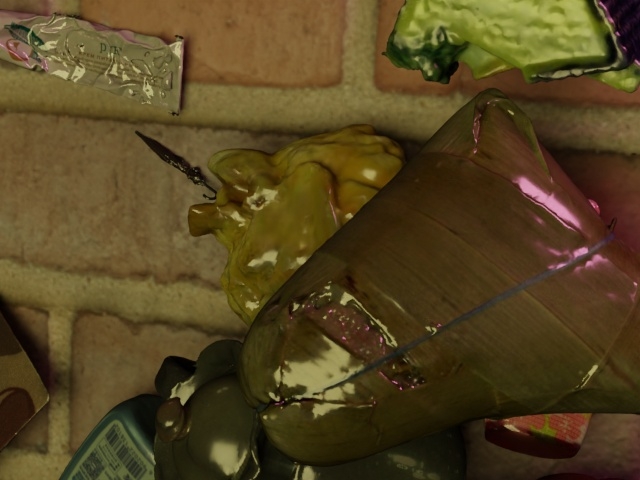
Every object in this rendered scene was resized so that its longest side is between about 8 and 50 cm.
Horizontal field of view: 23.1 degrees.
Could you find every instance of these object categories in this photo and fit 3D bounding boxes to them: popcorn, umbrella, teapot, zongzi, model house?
[{"bbox_3d":[0.000,0.000,1.509,0.266,0.192,0.233,24,104,5],"label":"popcorn"},{"bbox_3d":[-0.150,-0.081,1.650,0.122,0.022,0.013,41,137,21],"label":"umbrella"},{"bbox_3d":[-0.038,0.178,1.492,0.285,0.305,0.223,23,125,-30],"label":"teapot"},{"bbox_3d":[0.152,0.122,1.326,0.356,0.174,0.393,-42,85,-15],"label":"zongzi"},{"bbox_3d":[0.198,-0.196,1.397,0.211,0.194,0.170,30,113,10],"label":"model house"}]

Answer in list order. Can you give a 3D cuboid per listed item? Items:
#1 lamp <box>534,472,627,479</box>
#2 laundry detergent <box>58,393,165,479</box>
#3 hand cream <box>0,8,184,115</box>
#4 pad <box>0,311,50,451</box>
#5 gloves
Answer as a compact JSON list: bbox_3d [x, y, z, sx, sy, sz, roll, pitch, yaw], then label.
[{"bbox_3d":[0.241,0.363,1.440,0.303,0.257,0.303,-9,57,14],"label":"lamp"},{"bbox_3d":[-0.235,0.301,1.711,0.143,0.094,0.290,47,118,10],"label":"laundry detergent"},{"bbox_3d":[-0.261,-0.199,1.655,0.257,0.050,0.084,13,106,12],"label":"hand cream"},{"bbox_3d":[-0.456,0.195,1.790,0.330,0.004,0.220,-45,66,21],"label":"pad"},{"bbox_3d":[0.213,0.075,1.486,0.145,0.126,0.241,8,68,13],"label":"gloves"}]
